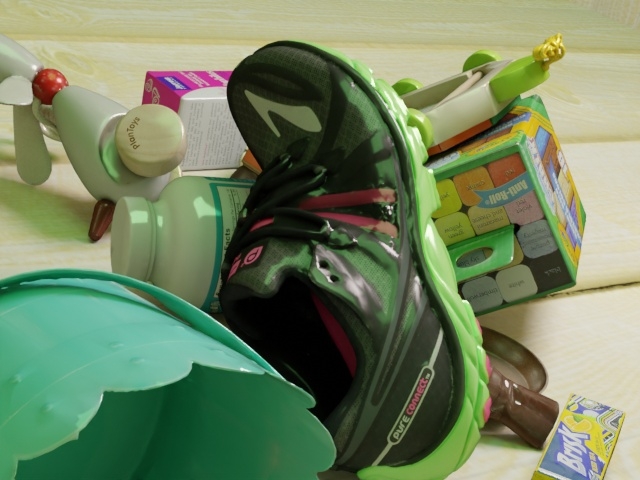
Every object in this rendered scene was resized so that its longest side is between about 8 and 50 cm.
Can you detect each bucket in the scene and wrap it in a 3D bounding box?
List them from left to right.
[{"bbox_3d":[-0.151,0.160,0.787,0.281,0.281,0.183,-9,28,-41],"label":"bucket"}]

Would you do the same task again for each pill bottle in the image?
[{"bbox_3d":[-0.085,0.006,1.306,0.264,0.146,0.146,3,25,-22],"label":"pill bottle"}]

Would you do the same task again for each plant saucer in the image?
[{"bbox_3d":[0.155,0.135,1.287,0.168,0.029,0.168,12,23,-5],"label":"plant saucer"}]

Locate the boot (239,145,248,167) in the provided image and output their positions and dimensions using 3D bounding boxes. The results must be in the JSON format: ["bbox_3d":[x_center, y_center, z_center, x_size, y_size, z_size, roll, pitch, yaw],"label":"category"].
[{"bbox_3d":[-0.032,-0.080,1.622,0.165,0.077,0.213,17,18,7],"label":"boot"}]

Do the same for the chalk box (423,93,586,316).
[{"bbox_3d":[0.188,-0.028,1.406,0.180,0.179,0.289,-20,13,21],"label":"chalk box"}]

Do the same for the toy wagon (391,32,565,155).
[{"bbox_3d":[0.140,-0.156,1.462,0.344,0.068,0.267,-16,15,35],"label":"toy wagon"}]

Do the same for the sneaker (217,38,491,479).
[{"bbox_3d":[-0.002,-0.003,1.131,0.202,0.185,0.482,-2,54,-30],"label":"sneaker"}]

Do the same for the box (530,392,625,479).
[{"bbox_3d":[0.236,0.206,1.133,0.059,0.054,0.169,20,25,16],"label":"box"}]

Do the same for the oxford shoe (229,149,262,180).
[{"bbox_3d":[0.000,0.000,1.464,0.271,0.098,0.097,36,0,14],"label":"oxford shoe"}]

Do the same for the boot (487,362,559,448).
[{"bbox_3d":[0.176,0.179,1.185,0.114,0.106,0.037,34,-23,-16],"label":"boot"}]

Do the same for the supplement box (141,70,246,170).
[{"bbox_3d":[-0.136,-0.173,1.735,0.220,0.114,0.111,-8,31,-36],"label":"supplement box"}]

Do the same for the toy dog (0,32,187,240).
[{"bbox_3d":[-0.310,-0.113,1.462,0.334,0.220,0.161,21,63,30],"label":"toy dog"}]
